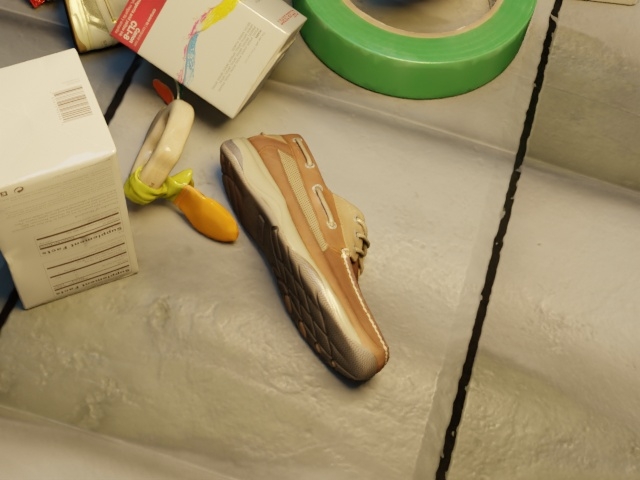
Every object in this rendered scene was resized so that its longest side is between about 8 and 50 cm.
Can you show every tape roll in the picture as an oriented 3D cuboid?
[{"bbox_3d":[0.124,-0.336,1.352,0.321,0.077,0.321,2,60,-3],"label":"tape roll"}]

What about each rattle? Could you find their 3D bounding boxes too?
[{"bbox_3d":[-0.147,-0.110,1.203,0.143,0.130,0.199,15,32,-9],"label":"rattle"}]

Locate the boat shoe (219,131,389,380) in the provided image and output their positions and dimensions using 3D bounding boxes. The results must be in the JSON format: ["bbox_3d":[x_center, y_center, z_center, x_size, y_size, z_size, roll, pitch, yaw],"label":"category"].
[{"bbox_3d":[0.000,0.000,1.122,0.116,0.123,0.324,-21,65,-19],"label":"boat shoe"}]

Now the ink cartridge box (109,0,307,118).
[{"bbox_3d":[-0.127,-0.252,1.202,0.176,0.127,0.128,34,22,-4],"label":"ink cartridge box"}]

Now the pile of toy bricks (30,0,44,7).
[{"bbox_3d":[-0.324,-0.408,1.353,0.212,0.118,0.105,-38,30,-12],"label":"pile of toy bricks"}]

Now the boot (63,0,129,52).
[{"bbox_3d":[-0.249,-0.355,1.282,0.165,0.077,0.213,-12,105,-14],"label":"boot"}]

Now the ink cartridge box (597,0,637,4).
[{"bbox_3d":[0.378,-0.432,1.428,0.140,0.082,0.190,6,61,-2],"label":"ink cartridge box"}]

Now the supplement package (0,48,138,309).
[{"bbox_3d":[-0.281,-0.056,1.054,0.134,0.244,0.139,-19,64,-14],"label":"supplement package"}]
